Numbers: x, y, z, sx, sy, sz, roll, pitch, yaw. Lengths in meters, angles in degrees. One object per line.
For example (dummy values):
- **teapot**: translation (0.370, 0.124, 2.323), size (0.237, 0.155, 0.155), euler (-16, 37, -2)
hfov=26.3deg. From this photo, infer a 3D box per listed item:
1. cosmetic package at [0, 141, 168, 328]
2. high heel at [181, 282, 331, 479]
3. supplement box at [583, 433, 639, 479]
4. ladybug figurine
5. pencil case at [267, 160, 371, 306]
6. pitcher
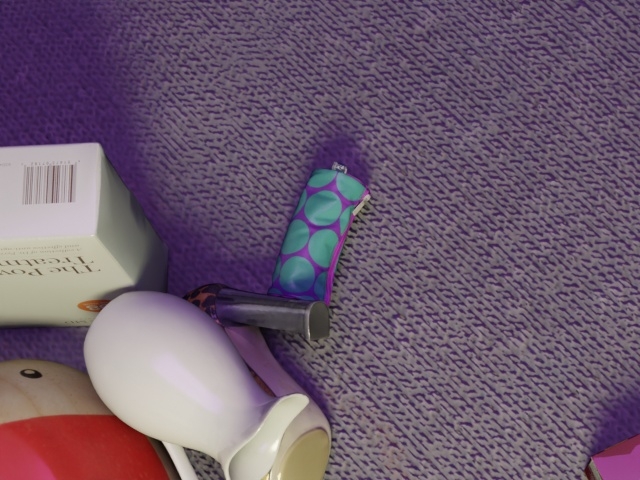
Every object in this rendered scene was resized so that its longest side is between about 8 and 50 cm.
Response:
- **cosmetic package**: translation (-0.359, 0.008, 1.313), size (0.377, 0.284, 0.098), euler (-2, 73, 6)
- **high heel**: translation (-0.084, 0.176, 1.354), size (0.186, 0.093, 0.261), euler (5, 88, 36)
- **supplement box**: translation (0.281, 0.216, 1.276), size (0.055, 0.083, 0.043), euler (-24, 71, -3)
- **ladybug figurine**: translation (-0.263, 0.314, 1.264), size (0.305, 0.162, 0.449), euler (-20, 71, -1)
- **pencil case**: translation (0.000, 0.000, 1.390), size (0.070, 0.064, 0.152), euler (13, 74, 25)
- **pitcher**: translation (-0.126, 0.157, 1.269), size (0.207, 0.125, 0.178), euler (34, 120, 26)
